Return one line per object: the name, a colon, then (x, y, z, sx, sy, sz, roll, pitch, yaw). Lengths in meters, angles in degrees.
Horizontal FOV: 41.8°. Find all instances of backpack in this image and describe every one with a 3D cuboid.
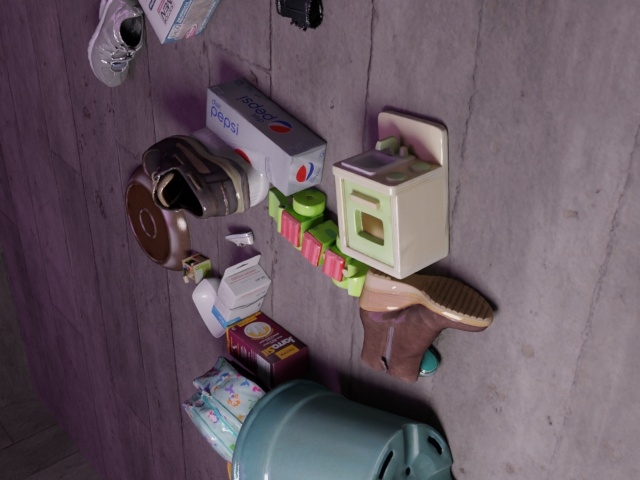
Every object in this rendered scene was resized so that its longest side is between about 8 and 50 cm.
backpack: (-0.176, 0.398, 1.895, 0.254, 0.191, 0.225, 10, 140, 56)

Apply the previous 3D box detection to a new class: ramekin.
ramekin: (-0.214, -0.160, 1.829, 0.207, 0.109, 0.207, 32, 134, 41)

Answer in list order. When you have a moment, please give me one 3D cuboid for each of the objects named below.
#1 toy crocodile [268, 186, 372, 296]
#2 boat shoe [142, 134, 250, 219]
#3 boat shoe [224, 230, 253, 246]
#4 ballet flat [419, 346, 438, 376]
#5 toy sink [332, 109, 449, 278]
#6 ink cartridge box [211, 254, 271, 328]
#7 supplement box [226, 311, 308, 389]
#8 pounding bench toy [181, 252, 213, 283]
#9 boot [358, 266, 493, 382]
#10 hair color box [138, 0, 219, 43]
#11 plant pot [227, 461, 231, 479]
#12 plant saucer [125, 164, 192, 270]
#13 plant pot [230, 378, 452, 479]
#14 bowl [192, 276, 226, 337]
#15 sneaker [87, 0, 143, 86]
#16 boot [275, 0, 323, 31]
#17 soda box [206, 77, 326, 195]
toy crocodile: (0.000, 0.000, 1.630, 0.340, 0.105, 0.115, 40, 139, 34)
boat shoe: (-0.288, -0.131, 1.729, 0.355, 0.130, 0.132, 20, 125, 48)
boat shoe: (-0.189, -0.001, 1.960, 0.100, 0.035, 0.035, -4, 104, 48)
ballet flat: (0.150, 0.179, 1.574, 0.188, 0.070, 0.070, 58, 146, 18)
toy sink: (0.115, -0.079, 1.396, 0.153, 0.131, 0.234, 26, 129, 44)
ink cartridge box: (-0.183, 0.121, 1.961, 0.060, 0.104, 0.180, 52, 145, 21)
supplement box: (-0.125, 0.256, 1.964, 0.188, 0.104, 0.080, 30, 132, 41)
pounding bench toy: (-0.332, 0.076, 2.161, 0.065, 0.083, 0.052, 23, 128, 45)
boot: (0.179, 0.162, 1.467, 0.249, 0.090, 0.206, 18, 125, 29)
hair color box: (-0.339, -0.605, 1.730, 0.347, 0.105, 0.174, 62, 147, 8)
plant pot: (-0.091, 0.566, 2.031, 0.205, 0.188, 0.205, 33, 135, 41)
plant saucer: (-0.454, -0.054, 2.287, 0.311, 0.050, 0.310, 31, 132, 41)
plant pot: (0.060, 0.464, 1.663, 0.334, 0.341, 0.341, -1, 109, 46)
bowl: (-0.261, 0.167, 2.146, 0.142, 0.053, 0.142, 60, 147, 11)
sneaker: (-0.487, -0.473, 2.020, 0.115, 0.105, 0.281, 50, 143, 24)
boot: (-0.042, -0.433, 1.476, 0.099, 0.045, 0.121, 36, 144, 41)
soda box: (-0.114, -0.211, 1.672, 0.286, 0.091, 0.098, 42, 140, 32)
